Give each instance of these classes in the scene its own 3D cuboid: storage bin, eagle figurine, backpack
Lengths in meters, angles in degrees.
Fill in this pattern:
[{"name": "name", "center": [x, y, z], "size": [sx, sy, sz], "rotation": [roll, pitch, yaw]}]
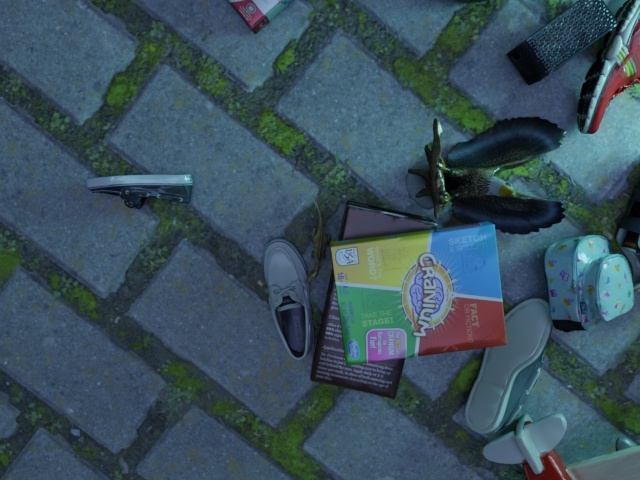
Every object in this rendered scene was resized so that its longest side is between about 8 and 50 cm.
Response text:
[{"name": "storage bin", "center": [0.482, -0.404, 1.247], "size": [0.180, 0.122, 0.084], "rotation": [-35, 94, 6]}, {"name": "eagle figurine", "center": [0.347, -0.123, 1.280], "size": [0.298, 0.225, 0.226], "rotation": [-8, 143, -26]}, {"name": "backpack", "center": [0.549, 0.081, 1.283], "size": [0.165, 0.144, 0.189], "rotation": [-12, 87, -36]}]

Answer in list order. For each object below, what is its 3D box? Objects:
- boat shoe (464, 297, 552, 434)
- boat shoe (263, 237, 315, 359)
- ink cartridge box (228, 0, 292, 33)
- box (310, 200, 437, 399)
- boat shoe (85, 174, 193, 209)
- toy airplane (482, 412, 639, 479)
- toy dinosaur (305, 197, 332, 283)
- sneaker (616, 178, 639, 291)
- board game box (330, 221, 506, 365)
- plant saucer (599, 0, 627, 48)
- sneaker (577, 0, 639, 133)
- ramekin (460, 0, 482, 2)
[{"name": "boat shoe", "center": [0.425, 0.278, 1.365], "size": [0.099, 0.116, 0.320], "rotation": [25, 91, -44]}, {"name": "boat shoe", "center": [-0.070, 0.129, 1.351], "size": [0.096, 0.088, 0.268], "rotation": [-7, 97, 3]}, {"name": "ink cartridge box", "center": [-0.112, -0.536, 1.277], "size": [0.175, 0.072, 0.127], "rotation": [-39, 94, 6]}, {"name": "box", "center": [0.106, 0.120, 1.321], "size": [0.191, 0.143, 0.382], "rotation": [13, 99, 0]}, {"name": "boat shoe", "center": [-0.390, -0.104, 1.344], "size": [0.228, 0.080, 0.076], "rotation": [-2, 96, -5]}, {"name": "toy airplane", "center": [0.522, 0.554, 1.324], "size": [0.386, 0.272, 0.385], "rotation": [16, 87, 36]}, {"name": "toy dinosaur", "center": [0.000, 0.000, 1.330], "size": [0.053, 0.092, 0.183], "rotation": [5, 98, 1]}, {"name": "sneaker", "center": [0.695, -0.040, 1.284], "size": [0.127, 0.126, 0.321], "rotation": [-5, 97, 1]}, {"name": "board game box", "center": [0.189, 0.102, 1.216], "size": [0.316, 0.064, 0.242], "rotation": [-8, 97, 2]}, {"name": "plant saucer", "center": [0.678, -0.434, 1.279], "size": [0.194, 0.037, 0.195], "rotation": [0, 96, 2]}, {"name": "sneaker", "center": [0.609, -0.336, 1.239], "size": [0.118, 0.107, 0.279], "rotation": [21, 111, 4]}, {"name": "ramekin", "center": [0.311, -0.621, 1.213], "size": [0.303, 0.148, 0.304], "rotation": [0, 97, 2]}]
